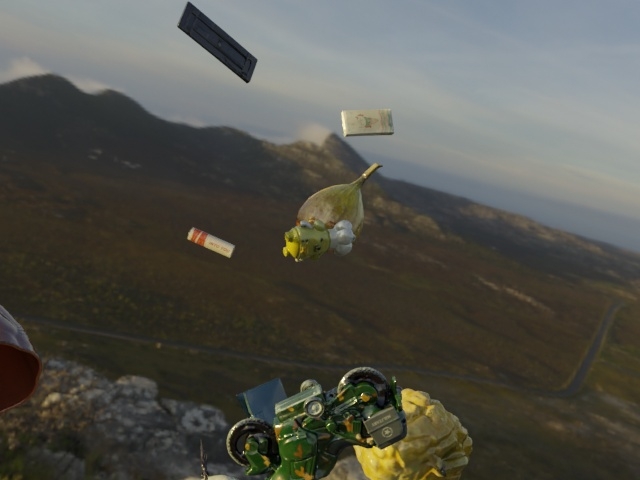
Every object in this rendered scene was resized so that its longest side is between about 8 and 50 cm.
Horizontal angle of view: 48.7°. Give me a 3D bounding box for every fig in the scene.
[{"bbox_3d":[0.061,-0.087,1.694,0.159,0.257,0.159,40,-4,3],"label":"fig"}]

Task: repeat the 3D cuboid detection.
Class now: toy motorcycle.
[{"bbox_3d":[0.010,0.308,1.068,0.275,0.187,0.125,-26,10,1],"label":"toy motorcycle"}]

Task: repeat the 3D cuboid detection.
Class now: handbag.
[{"bbox_3d":[-0.109,0.448,1.671,0.057,0.221,0.144,-30,-11,28],"label":"handbag"}]

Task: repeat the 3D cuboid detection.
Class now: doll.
[{"bbox_3d":[0.000,0.000,1.528,0.163,0.106,0.062,-7,39,-20],"label":"doll"}]

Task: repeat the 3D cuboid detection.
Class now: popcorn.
[{"bbox_3d":[0.254,0.563,2.037,0.349,0.348,0.381,12,31,-20],"label":"popcorn"}]

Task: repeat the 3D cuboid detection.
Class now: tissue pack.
[{"bbox_3d":[0.099,-0.246,1.478,0.108,0.056,0.023,-6,-11,-14],"label":"tissue pack"}]

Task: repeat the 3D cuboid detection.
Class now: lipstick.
[{"bbox_3d":[-0.304,0.005,1.968,0.131,0.038,0.038,23,7,-1],"label":"lipstick"}]

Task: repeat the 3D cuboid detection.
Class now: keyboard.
[{"bbox_3d":[-0.208,-0.404,1.453,0.013,0.061,0.204,4,-21,43],"label":"keyboard"}]

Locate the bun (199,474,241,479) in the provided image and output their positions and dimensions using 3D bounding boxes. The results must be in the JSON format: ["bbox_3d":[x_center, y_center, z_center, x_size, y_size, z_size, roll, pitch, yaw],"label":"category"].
[{"bbox_3d":[-0.243,0.746,1.855,0.293,0.293,0.187,15,2,6],"label":"bun"}]

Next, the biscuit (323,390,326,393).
[{"bbox_3d":[0.013,0.550,2.369,0.015,0.091,0.078,-4,-19,15],"label":"biscuit"}]

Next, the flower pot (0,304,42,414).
[{"bbox_3d":[-0.627,0.205,1.292,0.191,0.190,0.173,8,29,-42],"label":"flower pot"}]

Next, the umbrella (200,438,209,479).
[{"bbox_3d":[-0.248,0.477,1.503,0.022,0.013,0.122,-22,46,-4],"label":"umbrella"}]
